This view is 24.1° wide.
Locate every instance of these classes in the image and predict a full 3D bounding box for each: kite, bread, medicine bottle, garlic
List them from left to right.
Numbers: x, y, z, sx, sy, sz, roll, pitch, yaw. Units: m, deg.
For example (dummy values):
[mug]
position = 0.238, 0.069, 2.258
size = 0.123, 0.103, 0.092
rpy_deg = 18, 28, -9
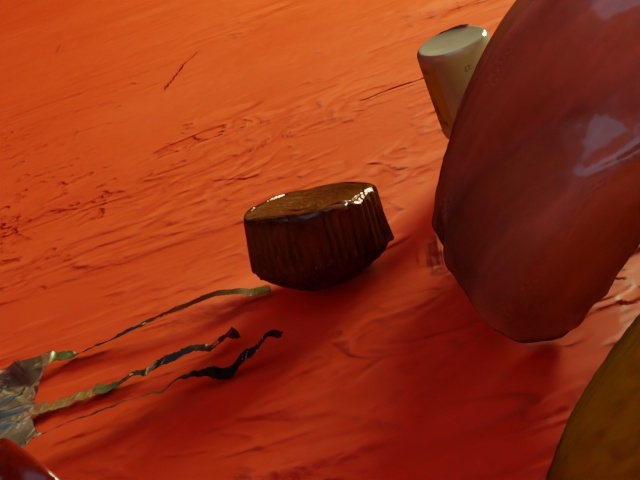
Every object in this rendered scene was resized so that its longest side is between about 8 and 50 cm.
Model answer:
[kite]
position = -0.171, 0.090, 0.866
size = 0.310, 0.015, 0.169
rpy_deg = -23, 23, -1
[bread]
position = 0.000, 0.000, 0.866
size = 0.085, 0.053, 0.085
rpy_deg = -13, 14, 3
[medicine bottle]
position = 0.093, -0.088, 0.933
size = 0.047, 0.083, 0.047
rpy_deg = -17, 24, 8
[garlic]
position = 0.134, -0.081, 0.768
size = 0.228, 0.110, 0.217
rpy_deg = -48, 15, 13

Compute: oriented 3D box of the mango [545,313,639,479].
[mango]
position = 0.197, 0.043, 0.501
size = 0.331, 0.142, 0.195
rpy_deg = -29, 19, -16

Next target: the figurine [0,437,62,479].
[figurine]
position = -0.189, 0.137, 0.599
size = 0.173, 0.173, 0.173
rpy_deg = -18, 24, 8
